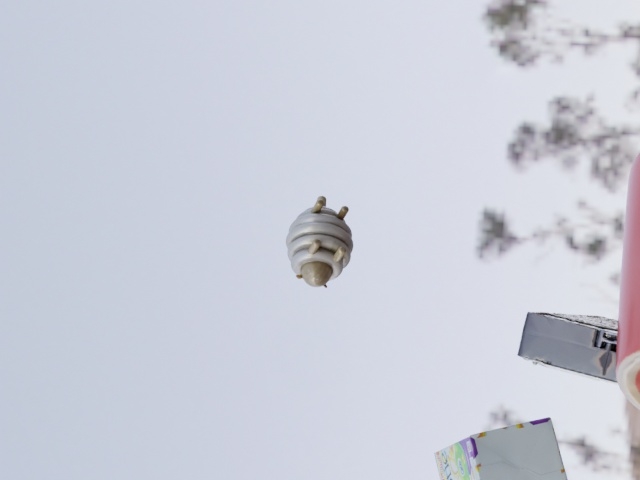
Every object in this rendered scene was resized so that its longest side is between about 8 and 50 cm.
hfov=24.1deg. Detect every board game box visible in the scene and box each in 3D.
[{"bbox_3d":[0.299,0.393,2.503,0.275,0.144,0.142,120,138,-73],"label":"board game box"}]

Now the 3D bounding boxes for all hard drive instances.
[{"bbox_3d":[0.400,0.143,1.808,0.339,0.237,0.064,10,-87,-65],"label":"hard drive"}]

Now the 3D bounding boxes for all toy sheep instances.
[{"bbox_3d":[0.000,0.000,1.817,0.091,0.091,0.132,63,-151,-49],"label":"toy sheep"}]

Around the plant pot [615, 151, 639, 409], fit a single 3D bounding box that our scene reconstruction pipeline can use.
[{"bbox_3d":[0.415,0.054,1.484,0.243,0.275,0.275,-68,-29,-27],"label":"plant pot"}]
